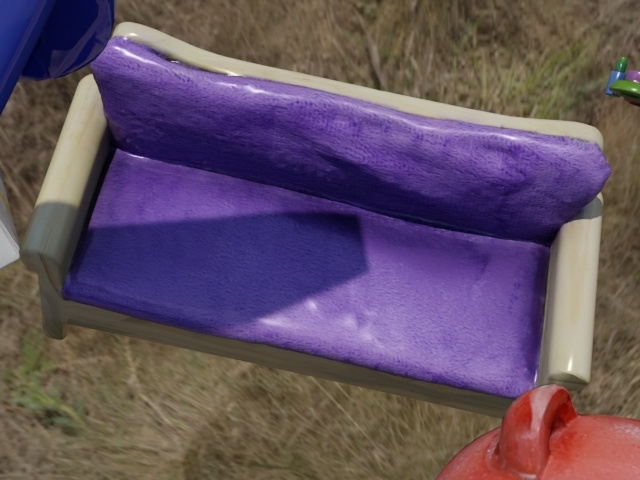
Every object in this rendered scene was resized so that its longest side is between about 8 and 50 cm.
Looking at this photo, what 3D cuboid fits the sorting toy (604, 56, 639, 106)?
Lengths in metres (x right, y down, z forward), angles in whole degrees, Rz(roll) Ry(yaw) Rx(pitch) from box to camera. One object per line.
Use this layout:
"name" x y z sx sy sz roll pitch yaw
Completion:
"sorting toy" 0.332 -0.167 1.382 0.061 0.102 0.042 17 93 23

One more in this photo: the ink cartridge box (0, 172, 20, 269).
"ink cartridge box" -0.455 -0.061 1.377 0.198 0.270 0.197 -29 119 -5

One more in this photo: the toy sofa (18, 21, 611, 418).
"toy sofa" 0.000 0.000 0.866 0.362 0.177 0.150 13 59 -1

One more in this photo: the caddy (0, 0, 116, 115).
"caddy" -0.237 -0.096 0.409 0.341 0.241 0.179 21 74 -17

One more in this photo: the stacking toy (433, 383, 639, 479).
"stacking toy" 0.162 0.144 0.381 0.279 0.309 0.130 4 71 18
